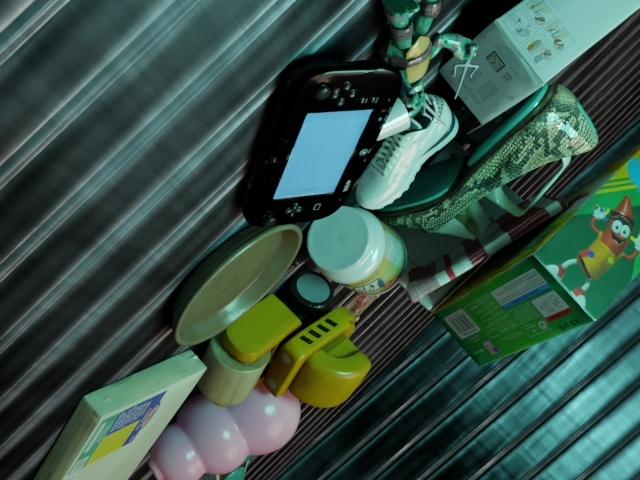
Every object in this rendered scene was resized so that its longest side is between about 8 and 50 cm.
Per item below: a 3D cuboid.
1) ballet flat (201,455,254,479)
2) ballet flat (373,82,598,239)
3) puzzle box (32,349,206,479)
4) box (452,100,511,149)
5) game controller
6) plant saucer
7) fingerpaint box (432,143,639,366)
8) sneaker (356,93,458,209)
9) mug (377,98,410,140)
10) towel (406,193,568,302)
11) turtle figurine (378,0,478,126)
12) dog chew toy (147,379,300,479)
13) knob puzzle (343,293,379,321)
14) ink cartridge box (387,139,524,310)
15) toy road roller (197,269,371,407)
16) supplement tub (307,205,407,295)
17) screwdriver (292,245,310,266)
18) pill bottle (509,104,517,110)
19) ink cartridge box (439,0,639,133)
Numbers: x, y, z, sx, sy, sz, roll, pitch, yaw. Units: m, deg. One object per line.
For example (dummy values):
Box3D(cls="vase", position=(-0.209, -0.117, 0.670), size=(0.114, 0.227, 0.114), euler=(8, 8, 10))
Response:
Box3D(cls="ballet flat", position=(-0.237, 0.542, 2.250), size=(0.139, 0.139, 0.400), euler=(-30, 154, -41))
Box3D(cls="ballet flat", position=(0.300, -0.103, 1.617), size=(0.483, 0.182, 0.164), euler=(-34, -164, 43))
Box3D(cls="puzzle box", position=(-0.396, 0.382, 1.602), size=(0.272, 0.052, 0.409), euler=(-18, 149, -57))
Box3D(cls="box", position=(0.347, -0.215, 1.734), size=(0.093, 0.158, 0.156), euler=(-50, 166, 19))
Box3D(cls="game controller", position=(-0.003, -0.127, 1.218), size=(0.166, 0.067, 0.319), euler=(0, 144, -21))
Box3D(cls="plant saucer", position=(-0.144, 0.066, 1.463), size=(0.278, 0.041, 0.278), euler=(-41, 163, -16))
Box3D(cls="fingerpaint box", position=(0.469, 0.037, 1.698), size=(0.371, 0.163, 0.445), euler=(-40, 177, -24))
Box3D(cls="sneaker", position=(0.137, -0.159, 1.548), size=(0.235, 0.090, 0.095), euler=(-50, 151, 6))
Box3D(cls="mug", position=(0.100, -0.187, 1.404), size=(0.064, 0.062, 0.078), euler=(-32, 154, -15))
Box3D(cls="towel", position=(0.309, 0.007, 1.687), size=(0.329, 0.037, 0.237), euler=(-33, -179, 8))
Box3D(cls="turtle figurine", position=(0.139, -0.257, 1.221), size=(0.175, 0.118, 0.234), euler=(-57, 154, -29))
Box3D(cls="dog chew toy", position=(-0.209, 0.396, 1.850), size=(0.332, 0.206, 0.206), euler=(-31, 160, -19))
Box3D(cls="knob puzzle", position=(0.097, 0.185, 2.358), size=(0.213, 0.030, 0.213), euler=(-40, 163, -15))
Box3D(cls="ink cartridge box", position=(0.264, -0.028, 1.891), size=(0.306, 0.226, 0.131), euler=(-47, 166, 5))
Box3D(cls="toy road roller", position=(-0.055, 0.237, 1.733), size=(0.329, 0.240, 0.202), euler=(-31, 158, -40))
Box3D(cls="supplement tub", position=(0.069, 0.019, 1.649), size=(0.144, 0.144, 0.200), euler=(-47, 154, 7))
Box3D(cls="screwdriver", position=(0.000, 0.000, 1.697), size=(0.025, 0.024, 0.170), euler=(-18, -163, 49))
Box3D(cls="pill bottle", position=(0.433, -0.254, 1.935), size=(0.067, 0.120, 0.067), euler=(-41, 164, -15))
Box3D(cls="ink cartridge box", position=(0.368, -0.343, 1.487), size=(0.309, 0.130, 0.272), euler=(-38, -178, -21))
